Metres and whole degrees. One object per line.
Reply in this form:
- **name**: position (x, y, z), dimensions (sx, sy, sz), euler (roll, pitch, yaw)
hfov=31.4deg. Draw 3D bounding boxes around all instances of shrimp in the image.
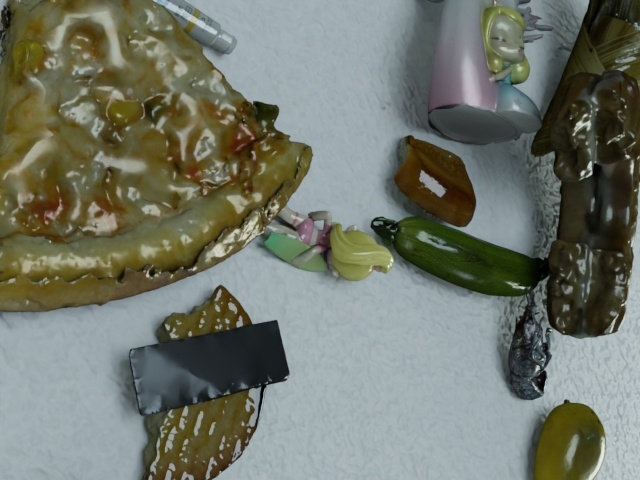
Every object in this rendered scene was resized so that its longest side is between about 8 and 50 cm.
- **shrimp**: position (0.290, 0.142, 1.558), dimensions (0.065, 0.056, 0.165), euler (-3, 107, -32)

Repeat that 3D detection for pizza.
- **pizza**: position (-0.182, -0.100, 1.267), dimensions (0.392, 0.080, 0.435), euler (16, 72, -30)

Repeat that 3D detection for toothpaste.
- **toothpaste**: position (-0.182, -0.279, 1.348), dimensions (0.190, 0.031, 0.048), euler (30, 71, -24)

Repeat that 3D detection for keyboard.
- **keyboard**: position (-0.121, 0.139, 1.262), dimensions (0.196, 0.015, 0.074), euler (-9, 82, -38)

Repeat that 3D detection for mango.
- **mango**: position (0.340, 0.302, 1.565), dimensions (0.103, 0.076, 0.161), euler (32, 70, -33)

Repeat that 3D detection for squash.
- **squash**: position (0.205, 0.026, 1.529), dimensions (0.318, 0.071, 0.080), euler (15, 62, -34)

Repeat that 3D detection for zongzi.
- **zongzi**: position (0.409, -0.281, 1.681), dimensions (0.288, 0.134, 0.286), euler (-26, 123, -28)

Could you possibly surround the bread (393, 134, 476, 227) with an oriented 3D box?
- **bread**: position (0.158, -0.088, 1.523), dimensions (0.129, 0.044, 0.126), euler (23, 43, -23)

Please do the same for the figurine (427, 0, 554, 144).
- **figurine**: position (0.257, -0.296, 1.589), dimensions (0.284, 0.206, 0.316), euler (8, 80, -29)

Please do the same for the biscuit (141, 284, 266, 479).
- **biscuit**: position (-0.140, 0.172, 1.269), dimensions (0.176, 0.031, 0.228), euler (52, 56, -14)

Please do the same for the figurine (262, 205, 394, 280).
- **figurine**: position (0.000, 0.000, 1.391), dimensions (0.187, 0.083, 0.083), euler (27, 64, -18)

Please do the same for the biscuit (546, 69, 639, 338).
- **biscuit**: position (0.378, -0.057, 1.562), dimensions (0.268, 0.115, 0.366), euler (-41, 134, -64)
